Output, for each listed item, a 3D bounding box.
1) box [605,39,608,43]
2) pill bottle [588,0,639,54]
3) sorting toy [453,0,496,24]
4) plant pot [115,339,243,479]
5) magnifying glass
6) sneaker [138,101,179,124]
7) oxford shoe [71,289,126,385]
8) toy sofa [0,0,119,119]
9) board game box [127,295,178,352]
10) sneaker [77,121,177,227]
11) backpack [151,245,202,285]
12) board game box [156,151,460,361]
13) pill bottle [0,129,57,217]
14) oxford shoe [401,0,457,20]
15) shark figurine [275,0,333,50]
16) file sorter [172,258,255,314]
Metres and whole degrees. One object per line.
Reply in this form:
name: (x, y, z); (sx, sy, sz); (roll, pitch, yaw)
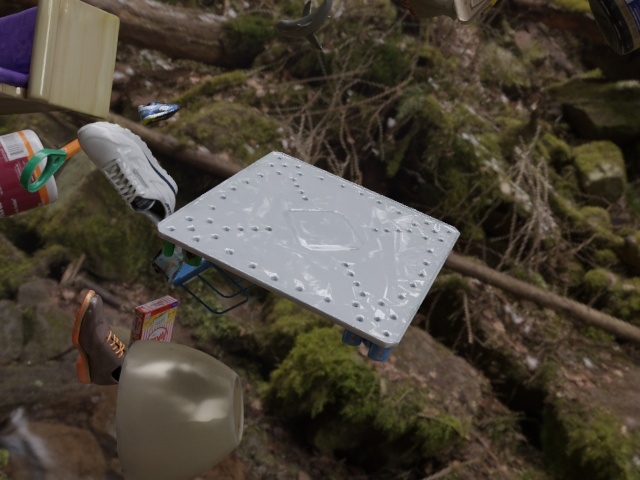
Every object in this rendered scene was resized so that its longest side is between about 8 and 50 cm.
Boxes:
box: (0.623, -0.442, 1.267); (0.081, 0.136, 0.028); (8, -20, 48)
pill bottle: (0.553, -0.401, 1.005); (0.123, 0.219, 0.122); (51, 22, -29)
sorting toy: (0.371, -0.557, 1.341); (0.038, 0.208, 0.193); (36, 34, -22)
plant pot: (-0.250, 0.327, 1.218); (0.191, 0.284, 0.284); (-4, 21, 0)
magnifying glass: (-0.562, -0.173, 1.358); (0.026, 0.092, 0.231); (27, 31, -4)
sneaker: (-0.489, -0.396, 1.932); (0.144, 0.053, 0.059); (-29, 83, -49)
oxford shoe: (-0.614, 0.280, 1.806); (0.133, 0.363, 0.130); (12, 43, -1)
toy sofa: (-0.472, -0.263, 0.925); (0.363, 0.150, 0.177); (6, -2, 39)
board game box: (-0.514, 0.277, 1.944); (0.045, 0.193, 0.147); (23, 21, 23)
sneaker: (-0.347, -0.118, 1.163); (0.235, 0.090, 0.094); (46, 32, -41)
backpack: (-0.383, 0.033, 1.883); (0.144, 0.188, 0.166); (39, 19, 5)
board game box: (0.000, 0.000, 1.050); (0.390, 0.050, 0.390); (25, 33, 13)
pill bottle: (-0.966, -0.155, 1.774); (0.392, 0.224, 0.224); (-22, 53, -27)
oxford shoe: (0.262, -0.658, 1.716); (0.348, 0.130, 0.123); (0, 45, -25)
shark figurine: (-0.029, -0.673, 1.893); (0.166, 0.278, 0.116); (53, 41, 4)
file sorter: (-0.159, 0.031, 1.144); (0.104, 0.118, 0.170); (44, 44, -20)
